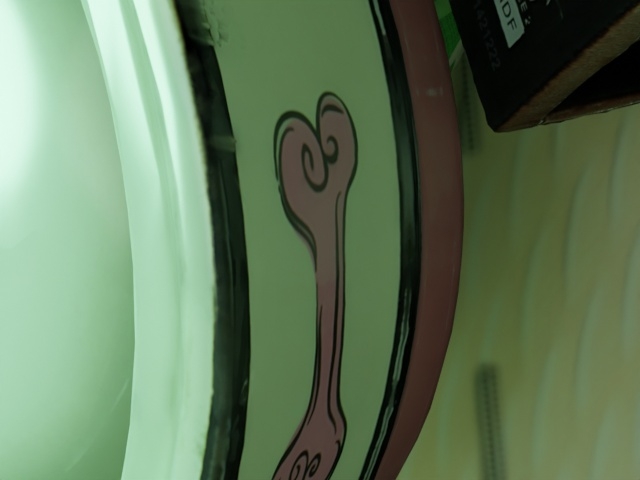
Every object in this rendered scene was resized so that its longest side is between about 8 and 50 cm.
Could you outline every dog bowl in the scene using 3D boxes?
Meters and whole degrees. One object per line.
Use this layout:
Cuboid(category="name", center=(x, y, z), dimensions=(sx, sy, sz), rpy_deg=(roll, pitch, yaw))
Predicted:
Cuboid(category="dog bowl", center=(-0.124, -0.020, 0.603), dimensions=(0.408, 0.150, 0.408), rpy_deg=(10, 105, 41))

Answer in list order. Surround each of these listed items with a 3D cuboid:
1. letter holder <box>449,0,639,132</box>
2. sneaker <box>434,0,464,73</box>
Cuboid(category="letter holder", center=(0.126, -0.214, 0.533), dimensions=(0.152, 0.214, 0.302), rpy_deg=(135, 121, -68))
Cuboid(category="sneaker", center=(0.000, 0.000, 0.672), dimensions=(0.123, 0.109, 0.295), rpy_deg=(43, 125, 21))
